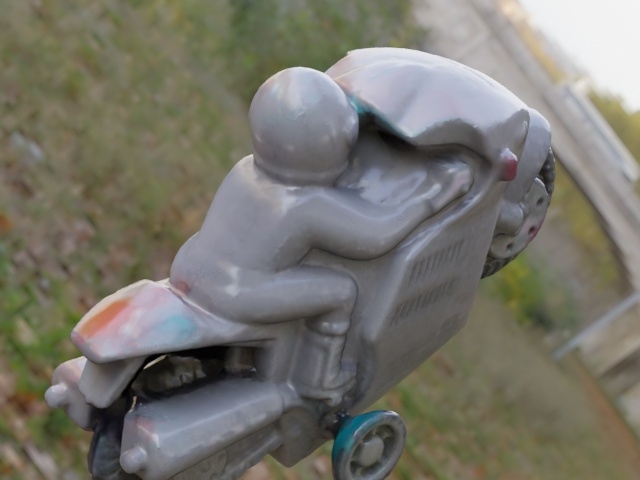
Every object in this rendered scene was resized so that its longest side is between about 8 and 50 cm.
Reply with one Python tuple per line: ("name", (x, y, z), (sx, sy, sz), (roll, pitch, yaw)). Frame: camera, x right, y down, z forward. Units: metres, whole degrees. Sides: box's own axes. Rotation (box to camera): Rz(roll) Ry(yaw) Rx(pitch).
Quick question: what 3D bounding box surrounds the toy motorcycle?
("toy motorcycle", (0.000, 0.000, 0.816), (0.110, 0.260, 0.171), (33, -33, 39))
